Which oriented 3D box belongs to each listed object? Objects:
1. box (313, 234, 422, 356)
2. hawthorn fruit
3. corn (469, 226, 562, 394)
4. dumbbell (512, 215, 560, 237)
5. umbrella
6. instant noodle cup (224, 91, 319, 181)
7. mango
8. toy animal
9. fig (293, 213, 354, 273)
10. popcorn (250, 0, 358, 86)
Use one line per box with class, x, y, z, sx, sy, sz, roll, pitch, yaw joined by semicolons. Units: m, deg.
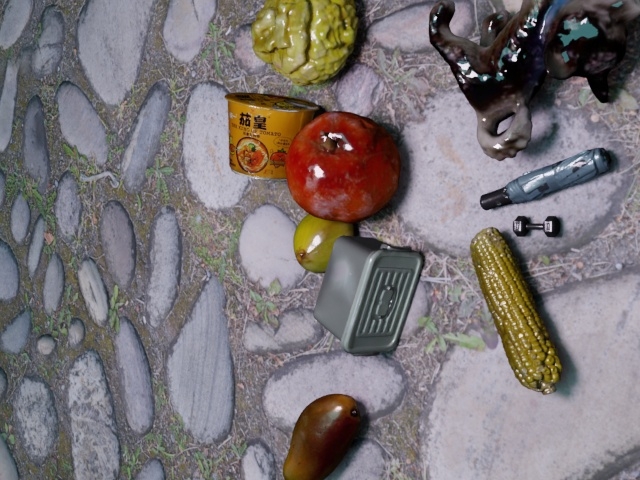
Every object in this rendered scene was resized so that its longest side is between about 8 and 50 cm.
box;0.092;0.106;1.539;0.135;0.163;0.243;29;109;45
hawthorn fruit;0.034;-0.163;1.499;0.242;0.272;0.241;-6;71;19
corn;0.355;0.128;1.355;0.097;0.097;0.319;-31;69;35
dumbbell;0.396;-0.026;1.357;0.083;0.040;0.036;2;122;40
umbrella;0.402;-0.106;1.341;0.251;0.053;0.052;-21;78;37
instant noodle cup;-0.118;-0.238;1.683;0.216;0.216;0.172;22;113;37
mango;-0.001;0.438;1.638;0.133;0.111;0.267;37;112;16
toy animal;0.388;-0.316;1.271;0.344;0.194;0.302;-20;73;42
fig;0.008;0.000;1.630;0.136;0.121;0.152;-9;61;44
popcorn;-0.043;-0.454;1.614;0.259;0.212;0.259;-3;85;33
